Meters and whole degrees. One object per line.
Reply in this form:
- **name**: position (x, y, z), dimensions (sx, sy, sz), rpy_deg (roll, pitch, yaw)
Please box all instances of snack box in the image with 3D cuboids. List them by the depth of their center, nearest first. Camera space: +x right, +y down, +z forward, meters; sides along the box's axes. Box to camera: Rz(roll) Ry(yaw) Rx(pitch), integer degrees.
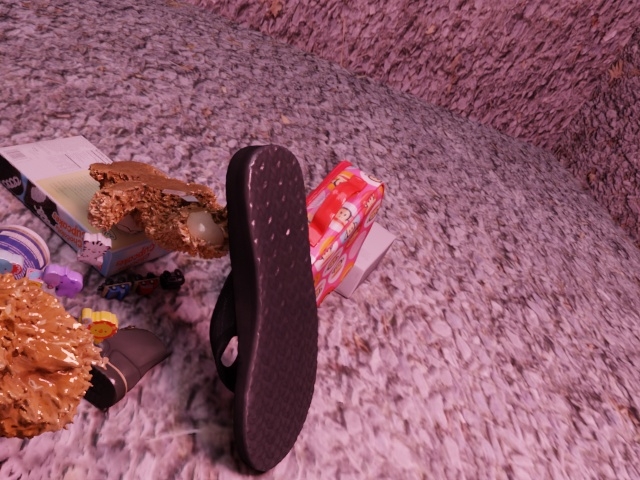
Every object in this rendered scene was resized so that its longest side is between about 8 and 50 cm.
- **snack box**: position (-0.421, -0.075, 1.092), dimensions (0.322, 0.060, 0.187), rpy_deg (38, 32, 17)

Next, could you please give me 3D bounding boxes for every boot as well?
- **boot**: position (-0.322, 0.135, 0.845), dimensions (0.198, 0.077, 0.137), rpy_deg (45, 26, 5)

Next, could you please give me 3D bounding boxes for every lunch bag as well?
- **lunch bag**: position (0.000, 0.000, 1.060), dimensions (0.120, 0.258, 0.293), rpy_deg (34, 54, 12)

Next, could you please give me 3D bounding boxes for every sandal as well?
- **sandal**: position (-0.085, 0.091, 0.839), dimensions (0.107, 0.445, 0.168), rpy_deg (0, 1, 35)

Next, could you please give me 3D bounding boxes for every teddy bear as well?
- **teddy bear**: position (-0.236, -0.034, 0.940), dimensions (0.338, 0.113, 0.245), rpy_deg (16, 19, 19)

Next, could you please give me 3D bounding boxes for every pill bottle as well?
- **pill bottle**: position (-0.459, 0.055, 0.820), dimensions (0.094, 0.094, 0.169), rpy_deg (24, 29, -7)

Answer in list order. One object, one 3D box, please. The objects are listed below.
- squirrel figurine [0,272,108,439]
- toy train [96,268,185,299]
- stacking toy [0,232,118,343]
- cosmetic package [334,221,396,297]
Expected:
- **squirrel figurine**: position (-0.392, 0.103, 0.492), dimensions (0.281, 0.370, 0.397), rpy_deg (50, 25, 13)
- **toy train**: position (-0.297, 0.075, 0.996), dimensions (0.158, 0.027, 0.036), rpy_deg (-7, 55, -46)
- **stacking toy**: position (-0.379, 0.042, 0.774), dimensions (0.221, 0.052, 0.167), rpy_deg (17, 34, -32)
- **cosmetic package**: position (0.074, 0.026, 1.324), dimensions (0.117, 0.085, 0.231), rpy_deg (34, 28, 11)
